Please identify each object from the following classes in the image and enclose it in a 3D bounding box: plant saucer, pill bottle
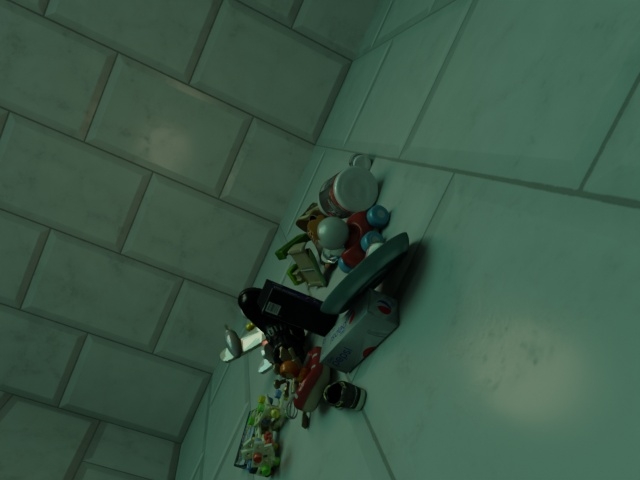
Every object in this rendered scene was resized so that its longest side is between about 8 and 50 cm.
[{"bbox_3d":[0.132,0.102,1.357,0.317,0.043,0.317,-40,-15,-13],"label":"plant saucer"},{"bbox_3d":[0.093,-0.179,1.984,0.176,0.176,0.318,-70,13,-11],"label":"pill bottle"},{"bbox_3d":[0.168,-0.339,2.168,0.078,0.078,0.137,-65,13,9],"label":"pill bottle"}]

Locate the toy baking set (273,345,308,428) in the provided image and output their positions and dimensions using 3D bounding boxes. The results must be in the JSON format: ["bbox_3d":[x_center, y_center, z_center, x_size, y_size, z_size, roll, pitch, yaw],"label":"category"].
[{"bbox_3d":[-0.093,0.480,1.640,0.030,0.256,0.197,-22,9,25],"label":"toy baking set"}]

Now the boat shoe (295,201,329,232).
[{"bbox_3d":[-0.018,-0.129,2.491,0.123,0.123,0.342,-58,9,-24],"label":"boat shoe"}]

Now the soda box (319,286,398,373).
[{"bbox_3d":[0.105,0.260,1.394,0.286,0.098,0.091,-54,16,40],"label":"soda box"}]

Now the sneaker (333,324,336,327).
[{"bbox_3d":[0.069,0.287,1.619,0.083,0.037,0.032,-30,37,66],"label":"sneaker"}]

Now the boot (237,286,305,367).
[{"bbox_3d":[-0.179,0.344,1.877,0.131,0.348,0.260,-45,14,14],"label":"boot"}]

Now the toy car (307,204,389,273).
[{"bbox_3d":[0.073,-0.032,1.691,0.219,0.238,0.210,-45,26,56],"label":"toy car"}]

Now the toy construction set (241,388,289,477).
[{"bbox_3d":[-0.192,0.695,1.756,0.215,0.151,0.327,-63,3,16],"label":"toy construction set"}]

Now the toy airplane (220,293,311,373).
[{"bbox_3d":[-0.249,0.378,2.171,0.384,0.272,0.386,-5,43,50],"label":"toy airplane"}]

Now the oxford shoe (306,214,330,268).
[{"bbox_3d":[0.000,0.000,2.140,0.130,0.133,0.363,-61,15,22],"label":"oxford shoe"}]

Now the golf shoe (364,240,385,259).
[{"bbox_3d":[0.163,0.081,1.542,0.086,0.067,0.186,-88,16,-47],"label":"golf shoe"}]

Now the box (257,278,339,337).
[{"bbox_3d":[-0.086,0.244,1.802,0.103,0.261,0.184,-67,14,-2],"label":"box"}]

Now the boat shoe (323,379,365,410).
[{"bbox_3d":[0.050,0.428,1.391,0.228,0.069,0.081,-36,35,65],"label":"boat shoe"}]

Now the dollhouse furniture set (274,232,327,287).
[{"bbox_3d":[-0.042,0.082,2.153,0.151,0.197,0.301,-36,11,-24],"label":"dollhouse furniture set"}]

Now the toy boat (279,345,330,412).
[{"bbox_3d":[-0.057,0.428,1.575,0.231,0.151,0.151,-84,14,-69],"label":"toy boat"}]

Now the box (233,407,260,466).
[{"bbox_3d":[-0.292,0.833,2.096,0.159,0.044,0.233,-46,25,56],"label":"box"}]

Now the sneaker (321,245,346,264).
[{"bbox_3d":[0.055,-0.001,1.906,0.283,0.110,0.122,-102,13,-66],"label":"sneaker"}]
